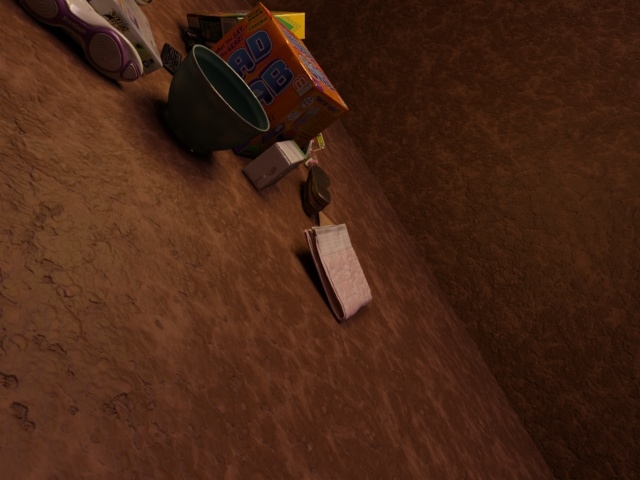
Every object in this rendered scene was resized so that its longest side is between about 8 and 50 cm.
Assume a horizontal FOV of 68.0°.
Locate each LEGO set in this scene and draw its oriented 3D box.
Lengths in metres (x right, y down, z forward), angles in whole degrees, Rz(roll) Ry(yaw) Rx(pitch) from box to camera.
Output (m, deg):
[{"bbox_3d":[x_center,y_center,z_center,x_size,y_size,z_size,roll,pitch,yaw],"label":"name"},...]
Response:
[{"bbox_3d":[-0.066,-0.492,2.196,0.132,0.107,0.286,-72,142,-55],"label":"LEGO set"}]

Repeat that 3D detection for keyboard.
[{"bbox_3d":[-0.486,-0.612,1.608,0.100,0.038,0.192,41,24,-37],"label":"keyboard"}]

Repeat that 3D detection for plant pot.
[{"bbox_3d":[-0.316,-0.370,1.351,0.293,0.196,0.293,47,19,-22],"label":"plant pot"}]

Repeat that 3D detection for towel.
[{"bbox_3d":[0.074,0.095,1.635,0.332,0.054,0.316,-12,81,-68],"label":"towel"}]

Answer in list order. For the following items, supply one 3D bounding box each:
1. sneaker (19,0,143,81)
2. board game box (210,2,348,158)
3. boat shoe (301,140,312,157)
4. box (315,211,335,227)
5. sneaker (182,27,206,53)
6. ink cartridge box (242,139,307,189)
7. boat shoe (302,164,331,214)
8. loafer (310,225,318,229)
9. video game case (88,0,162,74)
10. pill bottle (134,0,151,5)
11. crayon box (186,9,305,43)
[{"bbox_3d":[-0.557,-0.524,1.154,0.305,0.114,0.152,42,23,-33],"label":"sneaker"},{"bbox_3d":[-0.179,-0.538,1.726,0.356,0.356,0.357,58,18,9],"label":"board game box"},{"bbox_3d":[-0.091,-0.473,1.978,0.121,0.334,0.119,11,26,3],"label":"boat shoe"},{"bbox_3d":[0.051,-0.025,1.930,0.201,0.021,0.164,43,21,-29],"label":"box"},{"bbox_3d":[-0.475,-0.743,1.815,0.188,0.067,0.078,62,13,13],"label":"sneaker"},{"bbox_3d":[-0.153,-0.263,1.630,0.093,0.154,0.212,53,19,-6],"label":"ink cartridge box"},{"bbox_3d":[-0.029,-0.211,1.938,0.111,0.104,0.307,38,24,-19],"label":"boat shoe"},{"bbox_3d":[0.000,0.000,1.712,0.056,0.050,0.147,41,24,-42],"label":"loafer"},{"bbox_3d":[-0.559,-0.643,1.334,0.269,0.061,0.244,64,2,33],"label":"video game case"},{"bbox_3d":[-0.554,-0.829,1.460,0.153,0.265,0.153,45,22,-24],"label":"pill bottle"},{"bbox_3d":[-0.295,-0.849,1.879,0.313,0.105,0.363,-26,38,-36],"label":"crayon box"}]
